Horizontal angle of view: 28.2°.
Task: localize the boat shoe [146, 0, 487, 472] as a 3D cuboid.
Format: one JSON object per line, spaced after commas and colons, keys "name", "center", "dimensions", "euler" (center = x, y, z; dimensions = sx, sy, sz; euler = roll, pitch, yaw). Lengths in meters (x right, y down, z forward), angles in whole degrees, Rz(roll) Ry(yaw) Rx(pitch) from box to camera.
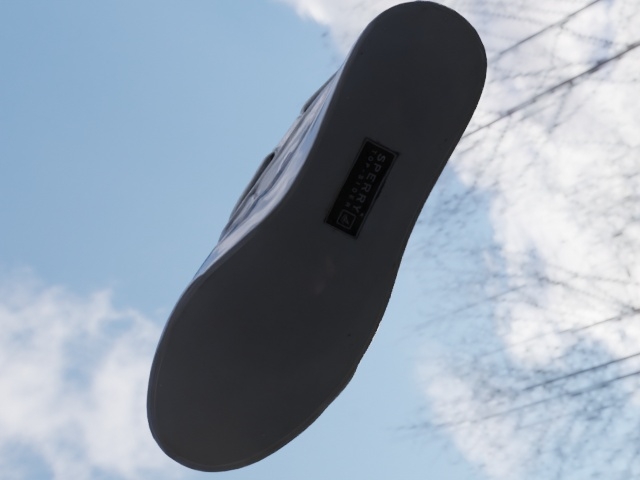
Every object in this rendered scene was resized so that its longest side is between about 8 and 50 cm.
{"name": "boat shoe", "center": [0.000, 0.000, 0.648], "dimensions": [0.095, 0.084, 0.258], "euler": [36, -94, -6]}
